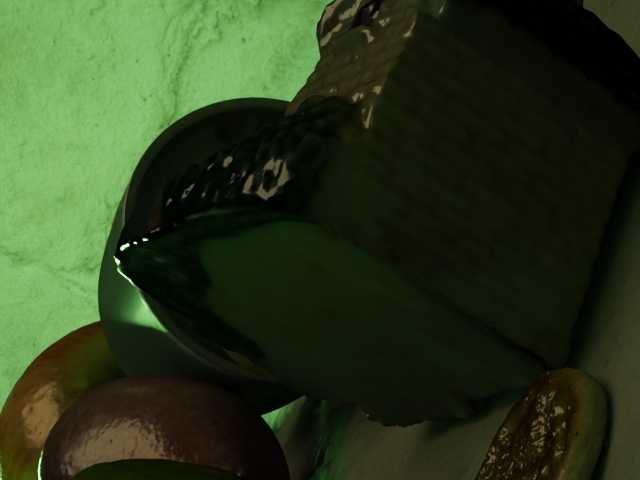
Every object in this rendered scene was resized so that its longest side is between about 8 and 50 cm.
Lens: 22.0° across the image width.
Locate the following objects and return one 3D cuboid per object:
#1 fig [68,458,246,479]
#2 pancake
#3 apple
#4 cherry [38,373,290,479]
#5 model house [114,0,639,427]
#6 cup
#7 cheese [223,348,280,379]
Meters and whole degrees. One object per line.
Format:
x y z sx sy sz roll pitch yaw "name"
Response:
-0.107 0.270 1.116 0.233 0.233 0.314 -63 17 2 "fig"
0.101 0.135 0.858 0.158 0.028 0.158 -61 5 9 "pancake"
-0.209 0.227 1.760 0.286 0.286 0.233 -72 4 -50 "apple"
-0.117 0.221 1.403 0.206 0.239 0.239 13 -72 -60 "cherry"
0.055 -0.053 1.053 0.284 0.243 0.298 -61 18 -21 "model house"
-0.039 0.009 1.569 0.357 0.259 0.274 -32 -6 -23 "cup"
0.000 0.000 1.330 0.235 0.117 0.218 -41 44 2 "cheese"
